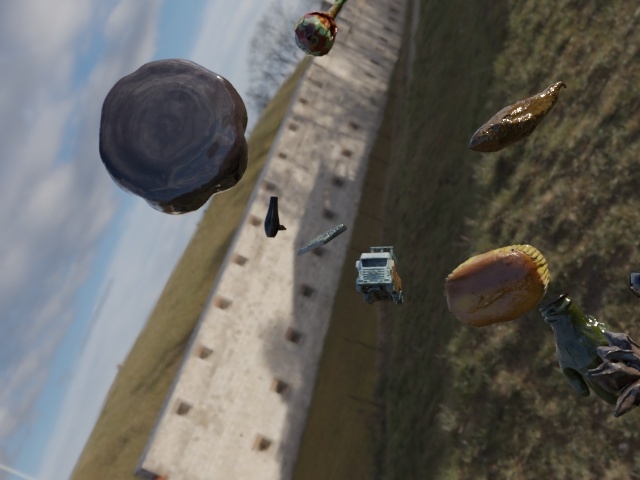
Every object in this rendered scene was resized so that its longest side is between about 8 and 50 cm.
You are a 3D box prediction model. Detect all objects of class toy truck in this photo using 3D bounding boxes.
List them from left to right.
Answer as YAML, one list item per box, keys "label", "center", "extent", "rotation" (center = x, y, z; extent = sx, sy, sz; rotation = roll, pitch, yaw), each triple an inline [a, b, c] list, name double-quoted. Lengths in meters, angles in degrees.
- label: "toy truck"
  center: [0.125, 0.067, 1.775]
  extent: [0.178, 0.080, 0.115]
  rotation: [50, -140, -71]

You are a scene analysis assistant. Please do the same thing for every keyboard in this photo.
- label: "keyboard"
  center: [0.000, 0.001, 1.615]
  extent: [0.055, 0.014, 0.176]
  rotation: [-38, 4, -19]

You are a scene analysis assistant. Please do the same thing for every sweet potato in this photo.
- label: "sweet potato"
  center: [0.311, -0.188, 1.316]
  extent: [0.206, 0.060, 0.068]
  rotation: [-37, 11, -22]

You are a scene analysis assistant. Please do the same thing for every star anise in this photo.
- label: "star anise"
  center: [0.501, 0.213, 1.291]
  extent: [0.195, 0.182, 0.065]
  rotation: [-48, -11, -47]

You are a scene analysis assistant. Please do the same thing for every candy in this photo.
- label: "candy"
  center: [0.047, -0.475, 1.655]
  extent: [0.288, 0.078, 0.084]
  rotation: [-54, -15, -16]

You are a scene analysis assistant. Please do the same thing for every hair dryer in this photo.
- label: "hair dryer"
  center: [-0.083, -0.040, 1.629]
  extent: [0.083, 0.031, 0.079]
  rotation: [26, -111, -71]

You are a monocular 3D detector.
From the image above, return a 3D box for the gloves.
- label: "gloves"
  center: [0.556, 0.232, 1.779]
  extent: [0.135, 0.268, 0.107]
  rotation: [-35, 8, 11]

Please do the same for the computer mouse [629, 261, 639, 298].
- label: "computer mouse"
  center: [0.505, 0.045, 1.130]
  extent: [0.137, 0.086, 0.269]
  rotation: [-18, 2, 43]

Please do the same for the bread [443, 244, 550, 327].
- label: "bread"
  center: [0.331, 0.086, 1.596]
  extent: [0.190, 0.132, 0.114]
  rotation: [-25, -1, 23]

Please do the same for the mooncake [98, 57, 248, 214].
- label: "mooncake"
  center: [-0.223, -0.158, 1.316]
  extent: [0.133, 0.245, 0.245]
  rotation: [87, -153, -79]
